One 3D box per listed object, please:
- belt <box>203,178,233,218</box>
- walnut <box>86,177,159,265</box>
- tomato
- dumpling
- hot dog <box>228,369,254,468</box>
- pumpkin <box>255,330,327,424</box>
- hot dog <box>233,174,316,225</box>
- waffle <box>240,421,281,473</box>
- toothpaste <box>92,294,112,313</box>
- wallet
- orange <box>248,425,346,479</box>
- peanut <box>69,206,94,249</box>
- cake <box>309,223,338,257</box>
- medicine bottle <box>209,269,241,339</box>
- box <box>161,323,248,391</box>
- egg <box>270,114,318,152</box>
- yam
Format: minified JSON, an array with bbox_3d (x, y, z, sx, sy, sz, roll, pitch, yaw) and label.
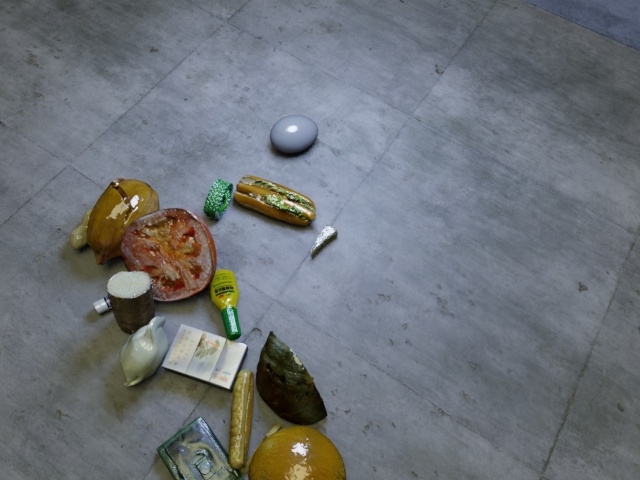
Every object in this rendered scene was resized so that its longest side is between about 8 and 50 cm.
[{"bbox_3d":[-0.370,-0.149,1.794,0.079,0.121,0.152,23,77,3],"label":"belt"},{"bbox_3d":[-0.699,-0.066,1.697,0.208,0.209,0.337,17,69,6],"label":"walnut"},{"bbox_3d":[-0.492,0.040,1.648,0.338,0.144,0.339,3,104,10],"label":"tomato"},{"bbox_3d":[-0.551,0.344,1.519,0.132,0.162,0.250,26,99,-9],"label":"dumpling"},{"bbox_3d":[-0.243,0.539,1.475,0.061,0.088,0.286,-3,56,6],"label":"hot dog"},{"bbox_3d":[-0.113,0.436,1.485,0.148,0.169,0.312,-37,70,-21],"label":"pumpkin"},{"bbox_3d":[-0.163,-0.151,1.814,0.337,0.100,0.135,22,64,9],"label":"hot dog"},{"bbox_3d":[-0.180,0.630,1.473,0.023,0.097,0.153,35,99,12],"label":"waffle"},{"bbox_3d":[-0.672,0.190,1.657,0.193,0.045,0.071,-29,77,-22],"label":"toothpaste"},{"bbox_3d":[-0.358,0.660,1.432,0.160,0.055,0.236,-33,69,-24],"label":"wallet"},{"bbox_3d":[-0.066,0.649,1.332,0.274,0.274,0.275,1,64,-2],"label":"orange"},{"bbox_3d":[-0.834,-0.046,1.741,0.082,0.082,0.187,20,64,7],"label":"peanut"},{"bbox_3d":[0.000,0.000,1.774,0.055,0.051,0.140,39,69,22],"label":"cake"},{"bbox_3d":[-0.312,0.213,1.621,0.094,0.064,0.261,-10,53,-15],"label":"medicine bottle"},{"bbox_3d":[-0.368,0.379,1.561,0.233,0.067,0.150,17,65,5],"label":"box"},{"bbox_3d":[-0.104,-0.423,1.926,0.198,0.146,0.147,-13,65,-16],"label":"egg"},{"bbox_3d":[-0.601,0.198,1.555,0.129,0.238,0.128,27,52,10],"label":"yam"}]
